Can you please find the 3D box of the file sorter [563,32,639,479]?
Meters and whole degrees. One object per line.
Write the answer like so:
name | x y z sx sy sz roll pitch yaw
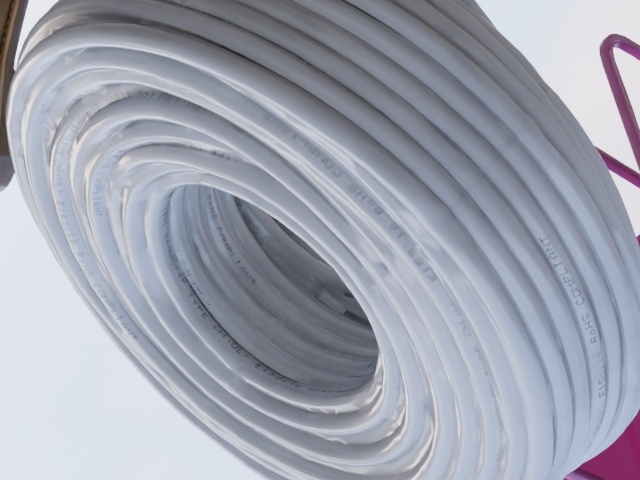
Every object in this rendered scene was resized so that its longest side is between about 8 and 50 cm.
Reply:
file sorter | 0.176 0.024 1.035 0.290 0.182 0.202 -42 -140 30

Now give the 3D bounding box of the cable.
cable | 0.000 0.000 0.702 0.089 0.257 0.257 -45 179 -31

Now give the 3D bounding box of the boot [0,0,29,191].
boot | -0.298 -0.192 1.518 0.115 0.305 0.112 3 176 -37
